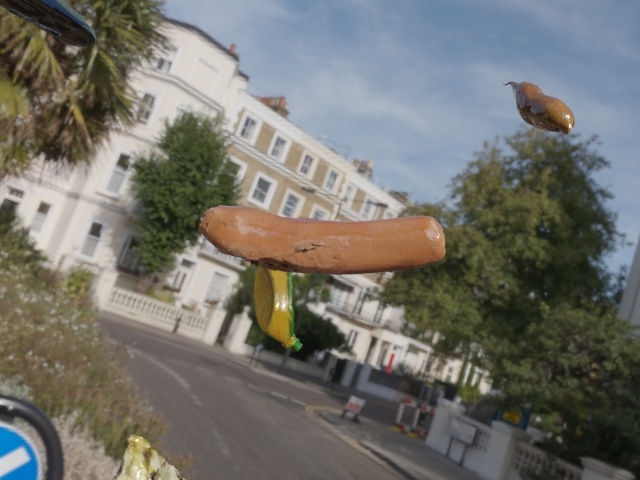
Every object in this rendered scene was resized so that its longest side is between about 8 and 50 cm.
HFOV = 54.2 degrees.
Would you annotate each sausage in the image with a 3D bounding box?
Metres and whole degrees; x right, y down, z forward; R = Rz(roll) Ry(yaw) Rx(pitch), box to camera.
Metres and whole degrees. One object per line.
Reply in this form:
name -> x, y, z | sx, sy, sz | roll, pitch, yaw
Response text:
sausage -> 0.001, 0.002, 0.834 | 0.327, 0.087, 0.079 | 2, 15, 2

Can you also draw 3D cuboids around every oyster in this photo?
oyster -> -0.197, 0.343, 0.746 | 0.072, 0.132, 0.209 | -8, -50, 1

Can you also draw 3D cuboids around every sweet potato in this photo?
sweet potato -> 0.328, -0.210, 0.961 | 0.056, 0.056, 0.195 | 24, 26, -29

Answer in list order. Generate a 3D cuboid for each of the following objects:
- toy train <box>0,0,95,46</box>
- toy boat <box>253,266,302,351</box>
toy train -> -0.398, -0.333, 0.848 | 0.052, 0.051, 0.234 | -16, -14, 21
toy boat -> -0.079, 0.110, 1.251 | 0.088, 0.229, 0.089 | 17, -35, -39
